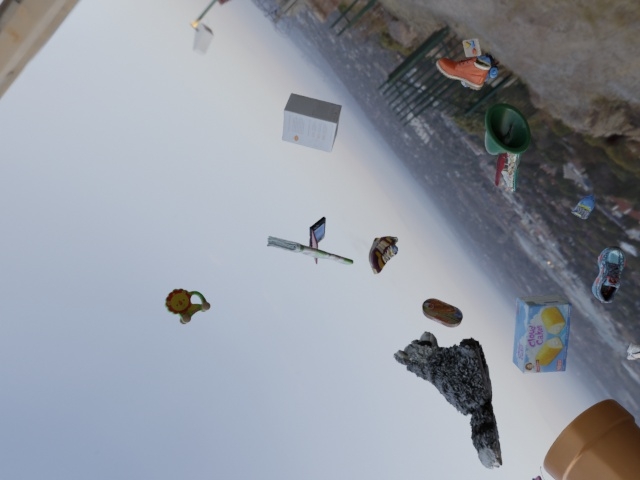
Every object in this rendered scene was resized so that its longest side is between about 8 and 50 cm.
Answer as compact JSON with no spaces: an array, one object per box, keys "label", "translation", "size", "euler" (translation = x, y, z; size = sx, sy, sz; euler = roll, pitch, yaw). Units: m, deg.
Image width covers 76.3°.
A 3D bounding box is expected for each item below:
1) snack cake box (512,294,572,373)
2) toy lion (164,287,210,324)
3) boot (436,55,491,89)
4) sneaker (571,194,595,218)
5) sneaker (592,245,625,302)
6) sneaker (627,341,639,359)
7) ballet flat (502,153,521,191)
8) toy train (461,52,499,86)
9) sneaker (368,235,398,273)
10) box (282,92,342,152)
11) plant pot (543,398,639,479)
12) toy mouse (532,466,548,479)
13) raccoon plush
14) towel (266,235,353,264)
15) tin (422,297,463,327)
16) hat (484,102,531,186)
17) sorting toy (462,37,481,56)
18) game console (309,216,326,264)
[{"label":"snack cake box","translation":[0.783,0.333,1.449],"size":[0.089,0.152,0.264],"euler":[-96,2,-74]},{"label":"toy lion","translation":[-0.362,0.168,1.096],"size":[0.100,0.034,0.096],"euler":[-32,-88,-37]},{"label":"boot","translation":[0.431,-0.526,1.227],"size":[0.158,0.059,0.085],"euler":[26,151,6]},{"label":"sneaker","translation":[1.224,-0.157,1.883],"size":[0.069,0.082,0.209],"euler":[34,-176,24]},{"label":"sneaker","translation":[1.282,0.156,1.789],"size":[0.125,0.104,0.262],"euler":[-45,-44,-62]},{"label":"sneaker","translation":[0.958,0.343,1.234],"size":[0.043,0.040,0.109],"euler":[21,167,44]},{"label":"ballet flat","translation":[0.891,-0.350,1.910],"size":[0.091,0.077,0.241],"euler":[-35,-51,-45]},{"label":"toy train","translation":[0.670,-0.723,1.726],"size":[0.105,0.184,0.080],"euler":[69,168,-19]},{"label":"sneaker","translation":[0.215,0.041,1.362],"size":[0.185,0.083,0.070],"euler":[-69,-39,-51]},{"label":"box","translation":[-0.029,-0.378,1.315],"size":[0.170,0.130,0.091],"euler":[15,-122,1]},{"label":"plant pot","translation":[0.806,0.622,1.124],"size":[0.291,0.291,0.203],"euler":[38,-173,-38]},{"label":"toy mouse","translation":[0.717,0.802,1.309],"size":[0.161,0.031,0.143],"euler":[139,116,-82]},{"label":"raccoon plush","translation":[0.404,0.506,1.368],"size":[0.216,0.299,0.446],"euler":[57,-150,-31]},{"label":"towel","translation":[-0.021,0.025,0.826],"size":[0.152,0.023,0.113],"euler":[18,177,-40]},{"label":"tin","translation":[0.565,0.338,1.900],"size":[0.189,0.106,0.040],"euler":[23,139,28]},{"label":"hat","translation":[0.576,-0.322,1.373],"size":[0.173,0.183,0.209],"euler":[6,-107,-14]},{"label":"sorting toy","translation":[0.511,-0.634,1.372],"size":[0.062,0.012,0.083],"euler":[27,149,56]},{"label":"game console","translation":[0.000,0.000,1.601],"size":[0.085,0.124,0.144],"euler":[39,152,22]}]
